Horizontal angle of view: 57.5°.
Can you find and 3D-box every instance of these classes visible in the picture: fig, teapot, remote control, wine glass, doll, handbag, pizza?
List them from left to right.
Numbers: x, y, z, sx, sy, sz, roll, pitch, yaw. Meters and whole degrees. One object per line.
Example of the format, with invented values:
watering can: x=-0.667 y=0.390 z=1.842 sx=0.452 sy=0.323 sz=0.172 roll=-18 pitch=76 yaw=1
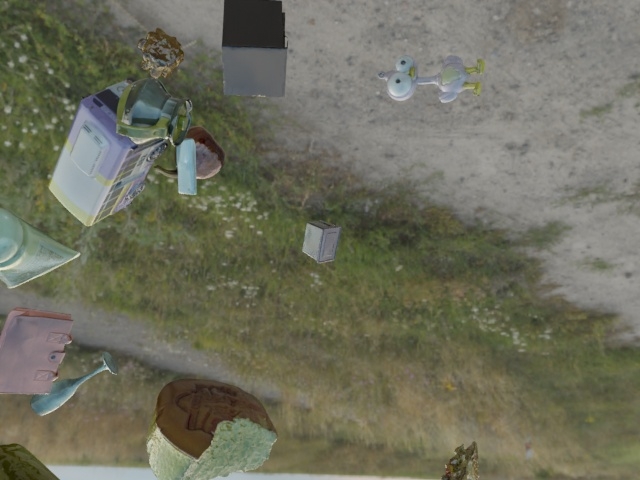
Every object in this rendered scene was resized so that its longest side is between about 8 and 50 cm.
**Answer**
handbag: x=-0.720 y=0.279 z=1.459 sx=0.157 sy=0.212 sz=0.059 roll=16 pitch=-171 yaw=-37
wine glass: x=-0.875 y=0.571 z=2.079 sx=0.310 sy=0.264 sz=0.096 roll=-30 pitch=129 yaw=-5
teapot: x=-0.314 y=-0.228 z=1.086 sx=0.119 sy=0.165 sz=0.130 roll=17 pitch=123 yaw=1
remote control: x=-0.389 y=-0.213 z=1.677 sx=0.061 sy=0.162 sz=0.029 roll=7 pitch=-167 yaw=27
fig: x=-0.416 y=-0.258 z=1.893 sx=0.175 sy=0.207 sz=0.175 roll=38 pitch=170 yaw=8
doll: x=0.368 y=-0.551 z=1.981 sx=0.365 sy=0.160 sz=0.094 roll=10 pitch=-178 yaw=24
pizza: x=0.229 y=0.427 z=0.981 sx=0.062 sy=0.199 sz=0.188 roll=-7 pitch=126 yaw=31

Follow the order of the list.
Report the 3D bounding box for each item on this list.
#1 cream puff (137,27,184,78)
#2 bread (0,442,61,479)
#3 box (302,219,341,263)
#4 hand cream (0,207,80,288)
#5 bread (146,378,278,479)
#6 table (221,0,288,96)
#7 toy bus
cream puff: x=-0.412 y=-0.479 z=1.505 sx=0.116 sy=0.122 sz=0.094 roll=-1 pitch=177 yaw=-19
bread: x=-0.487 y=0.505 z=1.010 sx=0.384 sy=0.166 sz=0.112 roll=33 pitch=140 yaw=14
box: x=0.000 y=0.000 z=1.306 sx=0.063 sy=0.084 sz=0.060 roll=24 pitch=-157 yaw=37
hand cream: x=-0.525 y=0.025 z=1.021 sx=0.147 sy=0.093 sz=0.306 roll=-29 pitch=170 yaw=-15
bread: x=-0.136 y=0.218 z=0.684 sx=0.125 sy=0.086 sz=0.156 roll=33 pitch=-162 yaw=36
table: x=-0.173 y=-0.515 z=1.560 sx=0.173 sy=0.193 sz=0.169 roll=0 pitch=148 yaw=-7
toy bus: x=-0.650 y=-0.264 z=1.787 sx=0.209 sy=0.249 sz=0.440 roll=46 pitch=131 yaw=0
